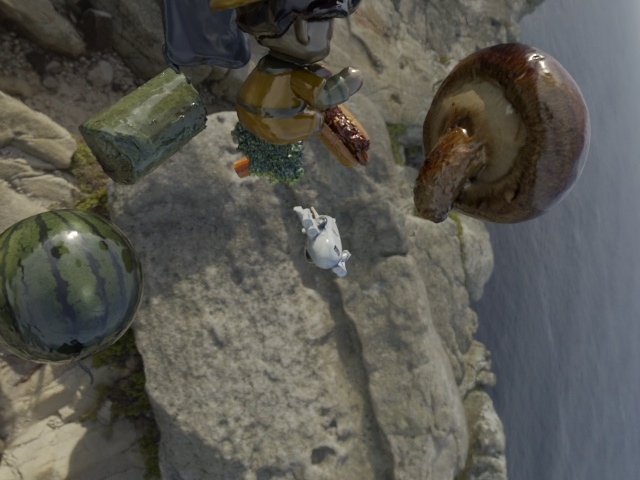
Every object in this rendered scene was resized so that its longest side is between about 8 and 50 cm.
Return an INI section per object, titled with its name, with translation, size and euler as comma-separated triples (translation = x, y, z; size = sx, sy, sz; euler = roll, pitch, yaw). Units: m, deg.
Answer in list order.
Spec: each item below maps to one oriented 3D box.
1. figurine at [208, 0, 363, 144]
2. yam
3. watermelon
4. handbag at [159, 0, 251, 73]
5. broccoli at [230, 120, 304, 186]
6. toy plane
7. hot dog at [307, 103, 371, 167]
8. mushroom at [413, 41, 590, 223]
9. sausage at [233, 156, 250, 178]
[figurine]
translation = -0.035, -0.235, 0.473
size = 0.167, 0.192, 0.257
euler = -10, 122, -37
[yam]
translation = -0.444, -0.290, 1.130
size = 0.300, 0.195, 0.195
euler = -46, 121, -23
[watermelon]
translation = -0.181, 0.044, 0.316
size = 0.105, 0.105, 0.133
euler = -17, 103, -51
[handbag]
translation = -0.248, -0.528, 0.938
size = 0.191, 0.075, 0.332
euler = -5, 106, -22
[broccoli]
translation = -0.148, -0.298, 1.384
size = 0.263, 0.243, 0.247
euler = 34, 79, -15
[toy plane]
translation = 0.000, 0.000, 1.254
size = 0.245, 0.117, 0.245
euler = 58, 13, -22
[hot dog]
translation = 0.029, -0.256, 0.948
size = 0.249, 0.076, 0.102
euler = 47, 62, -14
[mushroom]
translation = 0.325, -0.192, 0.822
size = 0.239, 0.345, 0.345
euler = -5, 88, -51
[sausage]
translation = -0.205, -0.299, 1.610
size = 0.071, 0.234, 0.071
euler = 52, 28, -43
